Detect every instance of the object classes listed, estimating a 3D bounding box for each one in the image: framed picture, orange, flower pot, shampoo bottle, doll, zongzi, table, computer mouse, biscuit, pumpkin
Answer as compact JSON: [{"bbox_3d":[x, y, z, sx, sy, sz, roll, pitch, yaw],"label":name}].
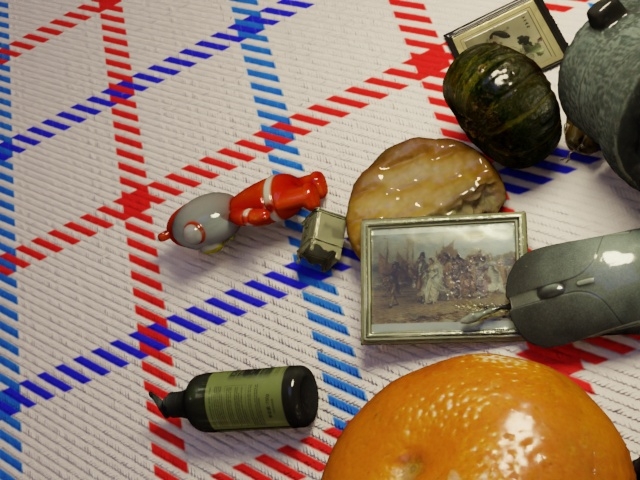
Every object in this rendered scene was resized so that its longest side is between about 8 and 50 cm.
[{"bbox_3d":[0.347,-0.363,1.737,0.199,0.010,0.195,-24,54,12],"label":"framed picture"},{"bbox_3d":[0.199,0.353,1.181,0.424,0.326,0.424,-28,36,23],"label":"orange"},{"bbox_3d":[0.516,-0.213,1.321,0.299,0.299,0.283,-33,36,5],"label":"flower pot"},{"bbox_3d":[-0.148,0.265,1.547,0.283,0.101,0.101,-8,58,23],"label":"shampoo bottle"},{"bbox_3d":[-0.153,-0.047,1.723,0.336,0.105,0.200,-16,17,16],"label":"doll"},{"bbox_3d":[0.497,-0.217,1.545,0.184,0.084,0.187,6,74,7],"label":"zongzi"},{"bbox_3d":[0.000,0.000,1.637,0.079,0.062,0.083,136,148,-59],"label":"table"},{"bbox_3d":[0.386,0.074,1.378,0.379,0.090,0.167,-16,68,16],"label":"computer mouse"},{"bbox_3d":[0.168,-0.069,1.599,0.274,0.091,0.213,-33,55,8],"label":"biscuit"},{"bbox_3d":[0.304,-0.224,1.542,0.157,0.224,0.224,-37,52,-2],"label":"pumpkin"},{"bbox_3d":[0.195,0.059,1.489,0.274,0.017,0.217,-4,74,12],"label":"framed picture"}]

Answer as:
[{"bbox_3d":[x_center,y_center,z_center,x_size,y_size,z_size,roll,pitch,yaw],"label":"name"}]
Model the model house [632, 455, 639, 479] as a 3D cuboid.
[{"bbox_3d":[0.460,0.358,1.172,0.141,0.164,0.203,4,71,-19],"label":"model house"}]
